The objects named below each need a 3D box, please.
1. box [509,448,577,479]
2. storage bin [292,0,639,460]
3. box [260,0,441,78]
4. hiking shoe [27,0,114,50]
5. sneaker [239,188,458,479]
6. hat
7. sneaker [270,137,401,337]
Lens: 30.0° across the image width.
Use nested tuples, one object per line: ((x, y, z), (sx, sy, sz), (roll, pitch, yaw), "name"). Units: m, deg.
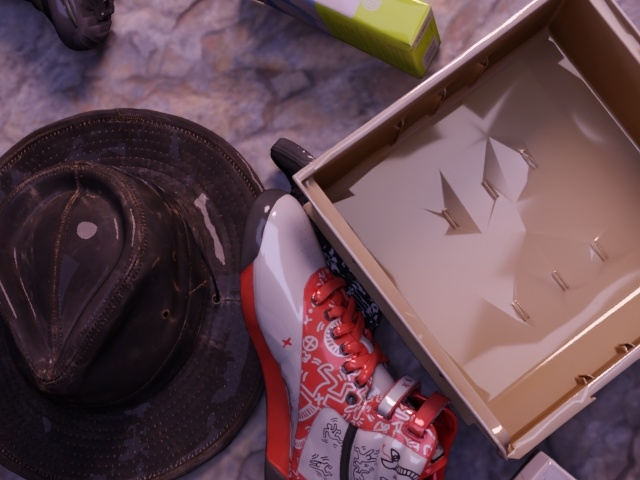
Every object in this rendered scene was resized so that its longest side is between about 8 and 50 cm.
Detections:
((0.167, 0.223, 0.839), (0.114, 0.203, 0.103), (40, 89, 10), "box")
((0.161, -0.012, 0.894), (0.262, 0.123, 0.260), (-37, 85, -5), "storage bin")
((0.008, -0.196, 0.976), (0.178, 0.109, 0.042), (27, 90, 11), "box")
((-0.267, -0.242, 1.046), (0.114, 0.086, 0.227), (-36, 72, 15), "hiking shoe")
((0.027, 0.093, 0.895), (0.145, 0.090, 0.270), (1, 102, 27), "sneaker")
((-0.184, 0.040, 0.953), (0.331, 0.134, 0.331), (-1, 81, 8), "hat")
((0.000, 0.000, 0.975), (0.170, 0.051, 0.089), (43, 86, 9), "sneaker")
